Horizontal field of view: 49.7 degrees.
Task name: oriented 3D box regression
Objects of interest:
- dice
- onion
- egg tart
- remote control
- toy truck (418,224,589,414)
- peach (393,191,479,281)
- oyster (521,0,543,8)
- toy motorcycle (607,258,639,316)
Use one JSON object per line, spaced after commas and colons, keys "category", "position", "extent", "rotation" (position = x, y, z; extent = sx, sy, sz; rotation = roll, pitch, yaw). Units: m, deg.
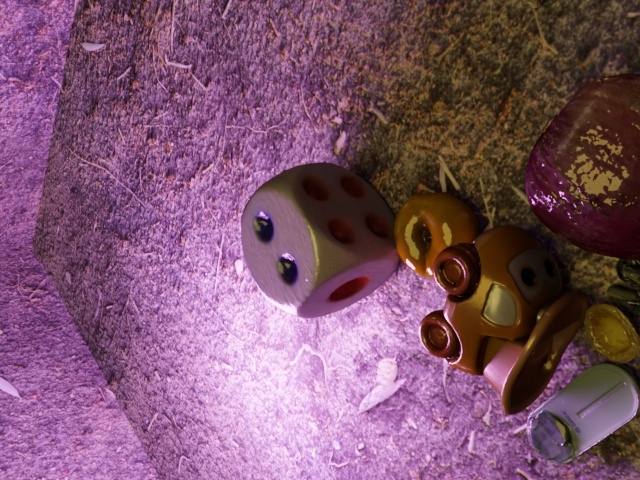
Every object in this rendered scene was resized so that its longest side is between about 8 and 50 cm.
{"category": "dice", "position": [0.000, 0.000, 1.437], "extent": [0.243, 0.259, 0.251], "rotation": [-50, 62, 40]}
{"category": "onion", "position": [0.447, -0.073, 0.973], "extent": [0.349, 0.159, 0.267], "rotation": [44, 120, 25]}
{"category": "egg tart", "position": [0.472, 0.144, 1.104], "extent": [0.105, 0.039, 0.105], "rotation": [43, 144, 44]}
{"category": "remote control", "position": [0.446, 0.294, 1.171], "extent": [0.104, 0.052, 0.247], "rotation": [56, 135, 24]}
{"category": "toy truck", "position": [0.307, 0.124, 1.167], "extent": [0.212, 0.204, 0.287], "rotation": [31, 121, 36]}
{"category": "peach", "position": [0.219, -0.007, 1.305], "extent": [0.179, 0.103, 0.179], "rotation": [20, 117, 44]}
{"category": "oyster", "position": [0.351, -0.421, 1.104], "extent": [0.051, 0.034, 0.093], "rotation": [-124, 31, -44]}
{"category": "toy motorcycle", "position": [0.520, 0.102, 1.033], "extent": [0.193, 0.061, 0.124], "rotation": [34, 133, 45]}
